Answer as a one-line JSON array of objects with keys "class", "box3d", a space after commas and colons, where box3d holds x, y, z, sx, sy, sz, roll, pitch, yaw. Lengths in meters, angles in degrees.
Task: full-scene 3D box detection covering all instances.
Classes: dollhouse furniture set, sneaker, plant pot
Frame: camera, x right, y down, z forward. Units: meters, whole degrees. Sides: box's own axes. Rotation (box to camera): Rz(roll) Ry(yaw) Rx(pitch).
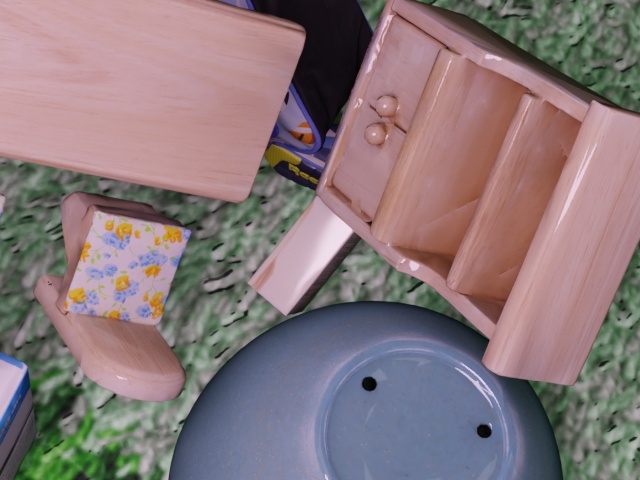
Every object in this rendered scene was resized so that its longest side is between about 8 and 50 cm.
[{"class": "dollhouse furniture set", "box3d": [-0.033, -0.067, 0.912, 0.394, 0.256, 0.362, 11, 109, -32]}, {"class": "sneaker", "box3d": [0.027, -0.060, 1.231, 0.144, 0.053, 0.059, 30, 64, 2]}, {"class": "plant pot", "box3d": [0.046, 0.160, 1.068, 0.290, 0.195, 0.290, 4, 67, -9]}]

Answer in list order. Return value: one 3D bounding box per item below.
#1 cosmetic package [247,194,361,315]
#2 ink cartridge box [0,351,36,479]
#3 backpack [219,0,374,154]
[{"class": "cosmetic package", "box3d": [0.000, 0.000, 1.172, 0.041, 0.060, 0.115, 40, 97, 8]}, {"class": "ink cartridge box", "box3d": [-0.274, 0.113, 1.028, 0.148, 0.203, 0.086, 23, 68, 0]}, {"class": "backpack", "box3d": [-0.118, -0.175, 1.144, 0.263, 0.276, 0.213, 21, 59, 38]}]
